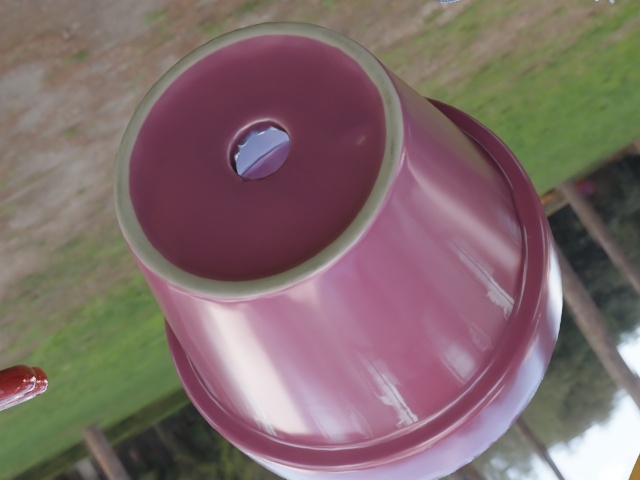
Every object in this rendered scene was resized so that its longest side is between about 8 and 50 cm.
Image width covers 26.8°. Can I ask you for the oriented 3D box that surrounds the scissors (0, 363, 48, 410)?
[{"bbox_3d":[-0.276,0.124,0.685,0.297,0.021,0.109,-22,178,-20],"label":"scissors"}]

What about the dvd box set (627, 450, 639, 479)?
[{"bbox_3d":[0.259,0.191,0.611,0.307,0.062,0.421,3,122,-15],"label":"dvd box set"}]

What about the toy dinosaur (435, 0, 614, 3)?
[{"bbox_3d":[0.190,-0.228,0.663,0.313,0.121,0.160,-50,178,21],"label":"toy dinosaur"}]

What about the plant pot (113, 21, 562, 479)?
[{"bbox_3d":[0.000,0.000,0.623,0.201,0.201,0.180,-33,150,4],"label":"plant pot"}]
